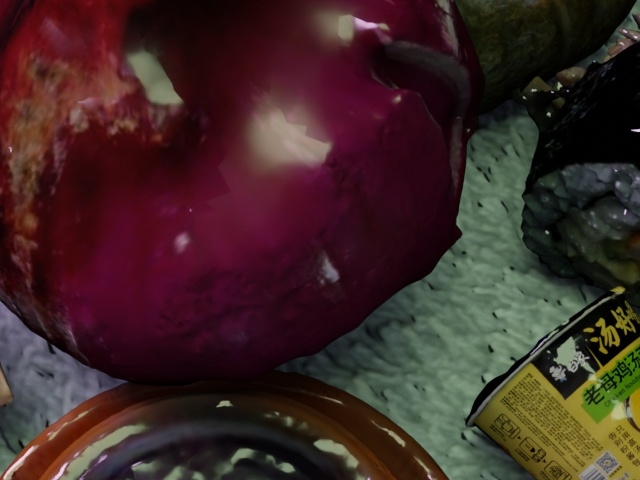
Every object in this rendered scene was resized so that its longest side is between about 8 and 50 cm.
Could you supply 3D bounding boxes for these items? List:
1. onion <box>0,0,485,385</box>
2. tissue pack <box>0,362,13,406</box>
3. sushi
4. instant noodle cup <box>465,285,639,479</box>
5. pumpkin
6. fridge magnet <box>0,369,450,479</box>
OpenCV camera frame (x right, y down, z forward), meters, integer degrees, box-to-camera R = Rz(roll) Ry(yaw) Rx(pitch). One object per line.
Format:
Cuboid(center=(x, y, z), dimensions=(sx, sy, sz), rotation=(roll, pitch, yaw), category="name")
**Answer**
Cuboid(center=(-0.108, -0.121, 1.160), dimensions=(0.398, 0.420, 0.398), rotation=(-7, 66, 17), category="onion")
Cuboid(center=(-0.410, 0.069, 1.286), dimensions=(0.306, 0.238, 0.238), rotation=(-26, 64, -13), category="tissue pack")
Cuboid(center=(0.276, -0.064, 1.324), dimensions=(0.238, 0.225, 0.218), rotation=(46, 57, -13), category="sushi")
Cuboid(center=(0.192, 0.123, 1.266), dimensions=(0.151, 0.151, 0.122), rotation=(-35, 77, -17), category="instant noodle cup")
Cuboid(center=(0.146, -0.268, 1.420), dimensions=(0.232, 0.242, 0.324), rotation=(-14, 66, 3), category="pumpkin")
Cuboid(center=(-0.065, 0.243, 1.189), dimensions=(0.364, 0.155, 0.363), rotation=(0, 61, 0), category="fridge magnet")
